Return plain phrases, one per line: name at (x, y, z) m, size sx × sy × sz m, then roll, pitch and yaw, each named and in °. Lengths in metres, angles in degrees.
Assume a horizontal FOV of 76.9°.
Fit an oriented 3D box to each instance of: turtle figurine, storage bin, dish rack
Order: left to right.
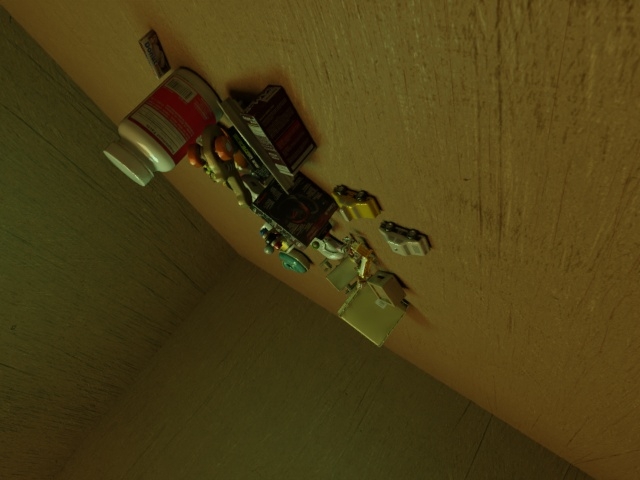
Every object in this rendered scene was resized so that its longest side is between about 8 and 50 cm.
turtle figurine at (-0.552, -0.351, 2.151) m, size 0.217 × 0.087 × 0.269 m, roll 36°, pitch 176°, yaw 29°
dish rack at (-0.204, -0.331, 1.363) m, size 0.333 × 0.072 × 0.286 m, roll 53°, pitch -179°, yaw -42°
storage bin at (0.267, 0.353, 2.047) m, size 0.262 × 0.261 × 0.123 m, roll 37°, pitch -178°, yaw 4°

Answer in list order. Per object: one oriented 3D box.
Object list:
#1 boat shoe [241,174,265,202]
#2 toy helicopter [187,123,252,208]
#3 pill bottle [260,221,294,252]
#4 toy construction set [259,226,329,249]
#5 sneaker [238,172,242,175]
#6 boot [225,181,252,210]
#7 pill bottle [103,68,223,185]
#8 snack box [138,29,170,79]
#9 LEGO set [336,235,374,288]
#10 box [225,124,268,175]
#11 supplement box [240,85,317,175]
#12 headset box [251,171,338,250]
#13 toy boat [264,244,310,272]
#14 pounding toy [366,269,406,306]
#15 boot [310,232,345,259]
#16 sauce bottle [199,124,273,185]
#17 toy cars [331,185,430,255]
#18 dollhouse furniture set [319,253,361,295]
boat shoe at (-0.307, -0.229, 1.821) m, size 0.267 × 0.096 × 0.088 m, roll 46°, pitch 136°, yaw 45°
toy helicopter at (-0.345, -0.277, 1.531) m, size 0.140 × 0.235 × 0.355 m, roll -12°, pitch 132°, yaw 12°
pill bottle at (-0.229, -0.036, 2.278) m, size 0.208 × 0.119 × 0.119 m, roll 40°, pitch 164°, yaw -7°
toy construction set at (-0.108, -0.056, 1.832) m, size 0.308 × 0.258 × 0.237 m, roll 20°, pitch 173°, yaw 5°
sneaker at (-0.429, -0.340, 1.834) m, size 0.313 × 0.136 × 0.116 m, roll 17°, pitch 153°, yaw 52°
boot at (-0.350, -0.230, 2.083) m, size 0.305 × 0.112 × 0.115 m, roll 43°, pitch -177°, yaw -3°
pill bottle at (-0.565, -0.402, 1.457) m, size 0.228 × 0.408 × 0.229 m, roll 35°, pitch 164°, yaw 11°
snack box at (-0.585, -0.654, 1.427) m, size 0.022 × 0.064 × 0.178 m, roll 37°, pitch 164°, yaw 8°
LEGO set at (0.152, 0.078, 1.755) m, size 0.107 × 0.132 × 0.287 m, roll 32°, pitch 156°, yaw 44°
box at (-0.264, -0.326, 1.513) m, size 0.184 × 0.045 × 0.190 m, roll 56°, pitch -178°, yaw 0°
supplement box at (-0.119, -0.325, 1.213) m, size 0.073 × 0.130 × 0.239 m, roll 24°, pitch 158°, yaw 41°
headset box at (-0.086, -0.118, 1.558) m, size 0.293 × 0.218 × 0.110 m, roll 38°, pitch 166°, yaw -2°
toy boat at (-0.227, 0.101, 2.602) m, size 0.318 × 0.148 × 0.267 m, roll 48°, pitch 162°, yaw -32°
pounding toy at (0.274, 0.183, 1.863) m, size 0.206 × 0.094 × 0.181 m, roll 54°, pitch 164°, yaw -20°
boot at (0.000, 0.000, 1.919) m, size 0.258 × 0.095 × 0.123 m, roll 26°, pitch 166°, yaw 38°
sauce bottle at (-0.344, -0.352, 1.665) m, size 0.344 × 0.111 × 0.111 m, roll 36°, pitch 164°, yaw 6°
toy cars at (0.189, -0.052, 1.381) m, size 0.393 × 0.087 × 0.176 m, roll 37°, pitch 165°, yaw 3°
dollhouse furniture set at (0.122, 0.153, 2.055) m, size 0.212 × 0.161 × 0.242 m, roll 46°, pitch -176°, yaw -1°
